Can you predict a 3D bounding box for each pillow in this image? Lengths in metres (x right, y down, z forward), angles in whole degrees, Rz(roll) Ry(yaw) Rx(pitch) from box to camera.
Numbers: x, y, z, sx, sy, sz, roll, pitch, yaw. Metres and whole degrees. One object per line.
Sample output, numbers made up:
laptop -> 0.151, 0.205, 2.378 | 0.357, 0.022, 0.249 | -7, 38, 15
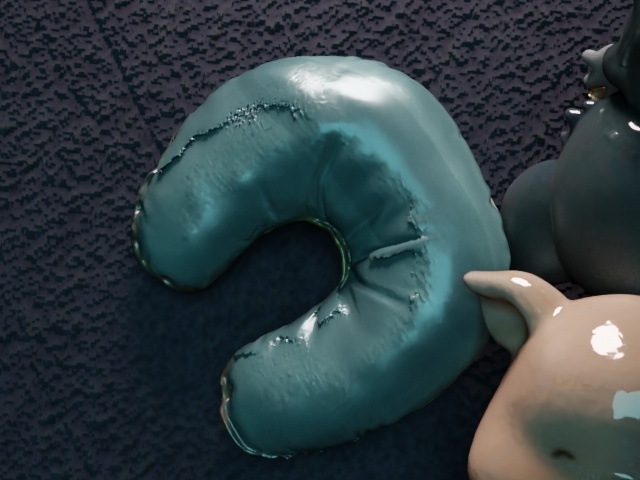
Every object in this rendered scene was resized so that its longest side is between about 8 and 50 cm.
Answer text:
pillow -> 0.000, 0.000, 0.770 | 0.214, 0.086, 0.233 | -31, 80, 0

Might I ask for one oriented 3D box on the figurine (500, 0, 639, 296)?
figurine -> 0.208, -0.058, 0.699 | 0.193, 0.265, 0.140 | 23, 57, 19

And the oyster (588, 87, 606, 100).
oyster -> 0.211, -0.063, 0.812 | 0.051, 0.034, 0.093 | -23, 92, 11

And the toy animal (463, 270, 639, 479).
toy animal -> 0.157, 0.146, 0.695 | 0.166, 0.154, 0.250 | 3, 106, -7
